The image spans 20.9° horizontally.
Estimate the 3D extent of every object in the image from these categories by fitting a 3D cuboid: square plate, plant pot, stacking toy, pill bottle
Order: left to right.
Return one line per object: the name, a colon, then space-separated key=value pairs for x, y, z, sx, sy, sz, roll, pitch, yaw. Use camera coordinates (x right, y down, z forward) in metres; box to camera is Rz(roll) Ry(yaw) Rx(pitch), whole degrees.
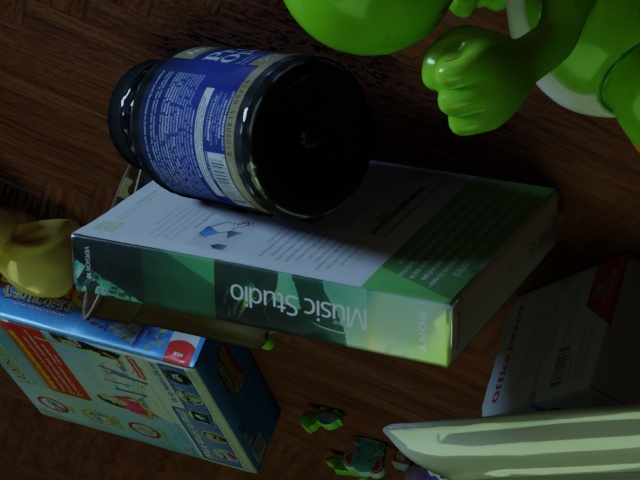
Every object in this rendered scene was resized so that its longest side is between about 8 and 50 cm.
plant pot: x=-0.115 y=0.019 z=1.593 sx=0.165 sy=0.167 sz=0.167 roll=20 pitch=157 yaw=-12
pill bottle: x=-0.070 y=-0.088 z=1.340 sx=0.123 sy=0.123 sz=0.219 roll=40 pitch=163 yaw=-36
stacking toy: x=0.089 y=0.272 z=2.072 sx=0.221 sy=0.052 sz=0.167 roll=13 pitch=154 yaw=21
square plate: x=0.264 y=0.189 z=1.475 sx=0.347 sy=0.049 sz=0.344 roll=-5 pitch=164 yaw=17

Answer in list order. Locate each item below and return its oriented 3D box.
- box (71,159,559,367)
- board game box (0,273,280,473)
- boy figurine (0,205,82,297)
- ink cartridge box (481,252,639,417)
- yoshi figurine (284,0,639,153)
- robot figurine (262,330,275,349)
box: x=0.000 y=0.000 z=1.375 sx=0.322 sy=0.232 sz=0.058 roll=9 pitch=117 yaw=26
board game box: x=-0.227 y=0.141 z=2.019 sx=0.302 sy=0.086 sz=0.308 roll=13 pitch=155 yaw=19
boy figurine: x=-0.374 y=-0.032 z=1.774 sx=0.285 sy=0.092 sz=0.177 roll=25 pitch=156 yaw=-8
ink cartridge box: x=0.226 y=0.098 z=1.500 sx=0.072 sy=0.127 sz=0.175 roll=26 pitch=157 yaw=-18
yoshi figurine: x=0.113 y=-0.132 z=1.041 sx=0.362 sy=0.203 sz=0.203 roll=38 pitch=158 yaw=-26
robot figurine: x=-0.059 y=0.060 z=1.708 sx=0.115 sy=0.101 sz=0.067 roll=-18 pitch=126 yaw=22
